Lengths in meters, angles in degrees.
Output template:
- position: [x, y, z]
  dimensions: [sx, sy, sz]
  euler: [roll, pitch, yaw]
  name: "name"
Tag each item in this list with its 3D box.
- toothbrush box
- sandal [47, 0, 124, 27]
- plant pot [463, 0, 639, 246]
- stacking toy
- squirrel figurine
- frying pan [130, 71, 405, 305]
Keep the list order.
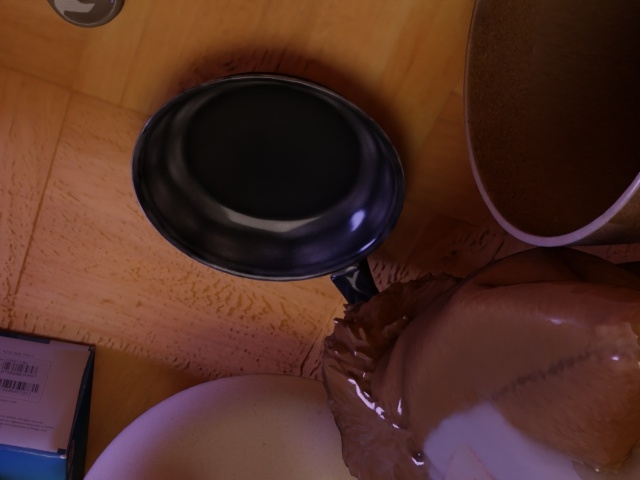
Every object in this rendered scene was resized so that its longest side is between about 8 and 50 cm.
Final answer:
- position: [-0.330, 0.217, 1.089]
  dimensions: [0.216, 0.126, 0.295]
  euler: [10, 133, -4]
  name: "toothbrush box"
- position: [-0.182, -0.199, 0.736]
  dimensions: [0.072, 0.049, 0.180]
  euler: [-16, 129, 20]
  name: "sandal"
- position: [0.248, -0.102, 0.687]
  dimensions: [0.254, 0.237, 0.237]
  euler: [6, 135, -21]
  name: "plant pot"
- position: [-0.089, 0.349, 1.085]
  dimensions: [0.350, 0.351, 0.480]
  euler: [18, 151, -11]
  name: "stacking toy"
- position: [0.220, 0.088, 0.813]
  dimensions: [0.397, 0.370, 0.281]
  euler: [9, 117, 56]
  name: "squirrel figurine"
- position: [0.015, -0.017, 0.885]
  dimensions: [0.326, 0.053, 0.197]
  euler: [29, 130, -22]
  name: "frying pan"
